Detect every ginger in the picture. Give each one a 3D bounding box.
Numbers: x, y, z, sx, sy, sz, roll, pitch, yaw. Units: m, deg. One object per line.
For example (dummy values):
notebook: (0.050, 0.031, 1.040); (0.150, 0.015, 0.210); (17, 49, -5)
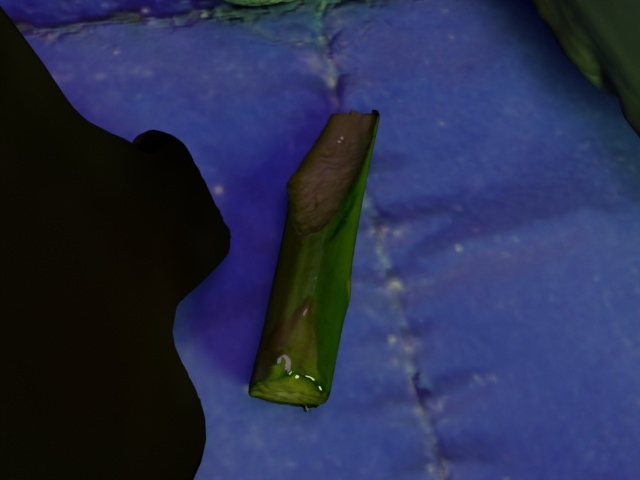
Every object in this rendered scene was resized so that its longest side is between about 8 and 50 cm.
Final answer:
ginger: (-0.206, 0.041, 0.459); (0.211, 0.358, 0.413); (-8, 71, 24)

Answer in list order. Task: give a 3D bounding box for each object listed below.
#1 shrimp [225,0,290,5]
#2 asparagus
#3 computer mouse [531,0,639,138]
shrimp: (0.030, -0.194, 0.681); (0.233, 0.079, 0.090); (-28, 79, -26)
asparagus: (0.000, 0.000, 0.608); (0.045, 0.041, 0.178); (17, 63, -12)
computer mouse: (0.255, -0.123, 0.658); (0.228, 0.145, 0.429); (-28, 64, -27)
